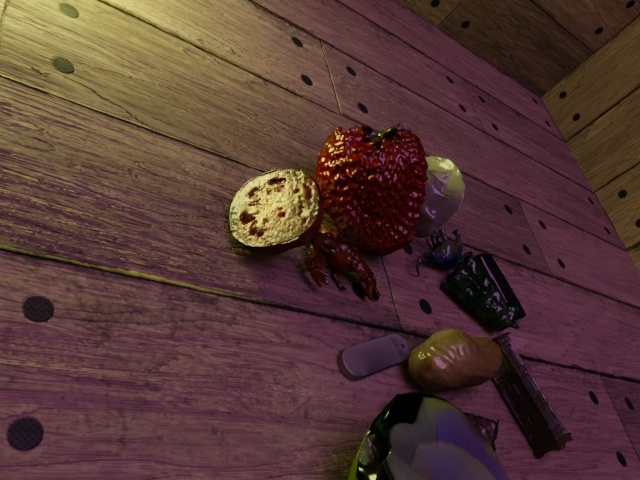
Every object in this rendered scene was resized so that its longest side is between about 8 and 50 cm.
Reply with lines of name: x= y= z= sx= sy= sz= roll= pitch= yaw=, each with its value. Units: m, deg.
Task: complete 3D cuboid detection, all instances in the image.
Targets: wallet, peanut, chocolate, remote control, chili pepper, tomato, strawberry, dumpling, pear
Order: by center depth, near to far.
pear: x=0.184 y=0.503 z=1.097 sx=0.398 sy=0.165 sz=0.399 roll=27 pitch=41 yaw=-27
tomato: x=-0.095 y=-0.055 z=1.332 sx=0.085 sy=0.224 sz=0.225 roll=66 pitch=9 yaw=-56
chocolate: x=0.283 y=0.426 z=1.355 sx=0.329 sy=0.065 sz=0.103 roll=24 pitch=75 yaw=-31
remote control: x=0.129 y=0.268 z=1.379 sx=0.245 sy=0.022 sz=0.077 roll=-6 pitch=64 yaw=-49
peanut: x=0.345 y=0.293 z=1.477 sx=0.318 sy=0.147 sz=0.148 roll=4 pitch=54 yaw=-40
strawberry: x=0.133 y=-0.131 z=1.590 sx=0.311 sy=0.267 sz=0.352 roll=-3 pitch=88 yaw=-17
chili pepper: x=0.493 y=0.175 z=1.766 sx=0.270 sy=0.099 sz=0.136 roll=45 pitch=61 yaw=-10
dumpling: x=0.308 y=-0.149 z=1.794 sx=0.163 sy=0.204 sz=0.293 roll=16 pitch=55 yaw=-21
wallet: x=0.575 y=0.145 z=1.919 sx=0.149 sy=0.044 sz=0.250 roll=4 pitch=56 yaw=-60

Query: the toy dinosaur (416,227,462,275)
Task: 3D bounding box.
toy dinosaur: x=0.384 y=0.035 z=1.809 sx=0.362 sy=0.076 sz=0.147 roll=8 pitch=64 yaw=-49

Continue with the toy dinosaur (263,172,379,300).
toy dinosaur: x=0.000 y=0.000 z=1.427 sx=0.432 sy=0.097 sz=0.208 roll=49 pitch=20 yaw=-6

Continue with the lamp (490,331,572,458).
lamp: x=0.552 y=0.417 z=1.624 sx=0.090 sy=0.089 sz=0.326 roll=-5 pitch=62 yaw=-49
